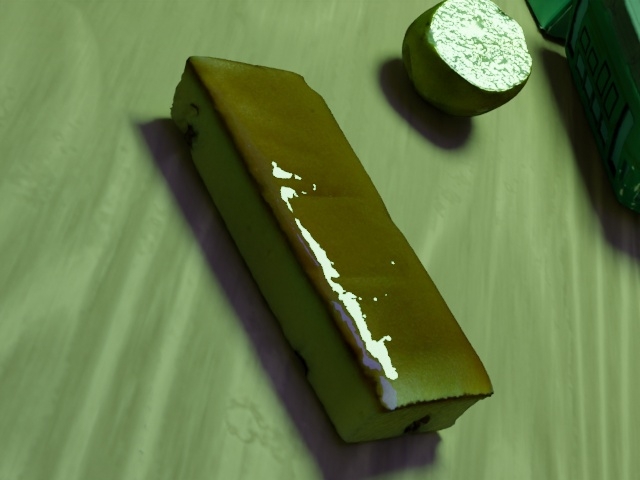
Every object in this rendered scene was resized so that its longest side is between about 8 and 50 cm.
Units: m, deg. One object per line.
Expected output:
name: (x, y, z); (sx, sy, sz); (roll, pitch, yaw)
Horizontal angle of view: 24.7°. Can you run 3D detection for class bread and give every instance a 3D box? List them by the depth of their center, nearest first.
bread: (0.000, 0.000, 1.233); (0.138, 0.077, 0.361); (-3, 54, -45)

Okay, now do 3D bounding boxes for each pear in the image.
pear: (0.151, -0.187, 1.566); (0.141, 0.104, 0.141); (8, 60, -14)

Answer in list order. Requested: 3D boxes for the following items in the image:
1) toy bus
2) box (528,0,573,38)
toy bus: (0.409, -0.181, 1.719); (0.184, 0.199, 0.343); (6, 46, -14)
box: (0.354, -0.393, 1.972); (0.205, 0.118, 0.311); (13, 44, -33)
